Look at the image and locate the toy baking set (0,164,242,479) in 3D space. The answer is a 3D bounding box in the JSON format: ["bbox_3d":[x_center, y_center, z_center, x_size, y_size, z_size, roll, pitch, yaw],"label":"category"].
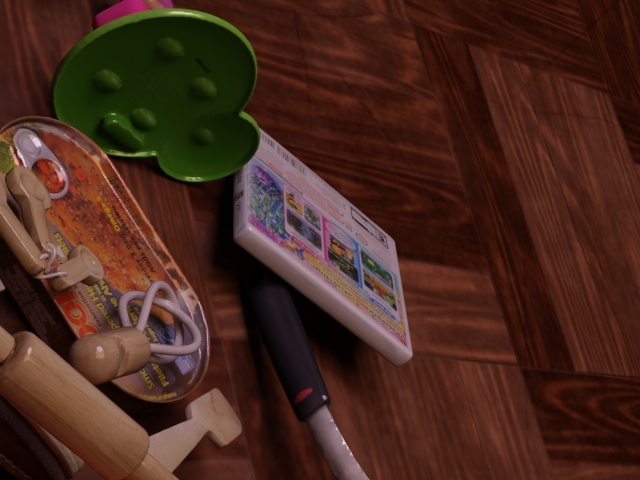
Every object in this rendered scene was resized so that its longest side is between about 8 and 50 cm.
[{"bbox_3d":[-0.113,0.047,0.748,0.256,0.030,0.197,48,17,-25],"label":"toy baking set"}]

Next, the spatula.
[{"bbox_3d":[0.011,0.127,0.898,0.030,0.084,0.296,22,35,-53],"label":"spatula"}]

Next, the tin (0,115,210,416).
[{"bbox_3d":[-0.138,0.016,0.853,0.190,0.040,0.106,58,31,-1],"label":"tin"}]

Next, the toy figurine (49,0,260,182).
[{"bbox_3d":[-0.112,-0.145,0.957,0.173,0.130,0.159,47,20,-53],"label":"toy figurine"}]

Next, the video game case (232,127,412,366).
[{"bbox_3d":[0.000,0.000,1.015,0.157,0.019,0.143,39,24,-25],"label":"video game case"}]

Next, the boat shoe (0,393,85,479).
[{"bbox_3d":[-0.225,0.053,0.696,0.257,0.095,0.095,48,69,-25],"label":"boat shoe"}]
